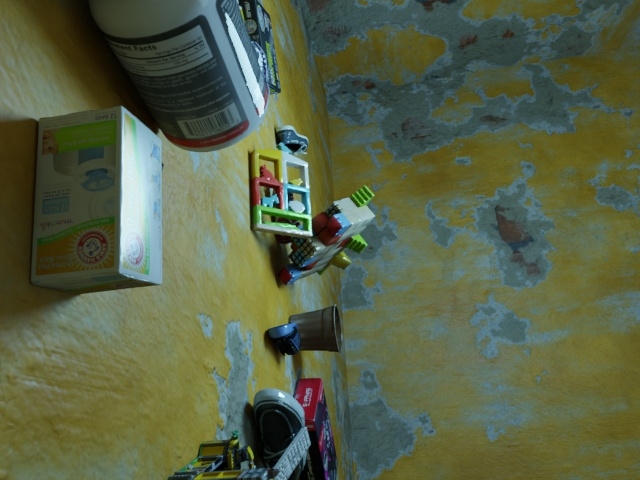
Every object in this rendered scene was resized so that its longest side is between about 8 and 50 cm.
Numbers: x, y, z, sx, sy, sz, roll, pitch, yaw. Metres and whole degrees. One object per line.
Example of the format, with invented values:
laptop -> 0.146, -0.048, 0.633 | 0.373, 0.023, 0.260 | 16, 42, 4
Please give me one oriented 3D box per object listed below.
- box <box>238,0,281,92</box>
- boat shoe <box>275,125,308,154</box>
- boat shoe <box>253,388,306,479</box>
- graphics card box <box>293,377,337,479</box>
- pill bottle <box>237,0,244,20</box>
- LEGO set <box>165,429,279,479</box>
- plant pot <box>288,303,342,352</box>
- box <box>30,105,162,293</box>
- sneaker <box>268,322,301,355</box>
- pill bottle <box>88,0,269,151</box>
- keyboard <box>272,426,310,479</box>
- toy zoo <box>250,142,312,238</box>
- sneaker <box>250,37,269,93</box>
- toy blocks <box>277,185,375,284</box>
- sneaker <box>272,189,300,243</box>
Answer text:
box -> -0.198, -0.634, 1.762 | 0.216, 0.060, 0.270 | -44, 126, -80
boat shoe -> -0.103, -0.376, 2.066 | 0.254, 0.095, 0.079 | 27, 54, -78
boat shoe -> -0.092, 0.509, 1.327 | 0.119, 0.121, 0.335 | -83, 163, -53
graphics card box -> -0.019, 0.679, 1.774 | 0.233, 0.094, 0.371 | -73, 155, -71
pill bottle -> -0.243, -0.645, 1.527 | 0.043, 0.043, 0.083 | -76, 158, -67
LEGO set -> -0.124, 0.493, 0.889 | 0.255, 0.192, 0.331 | 57, 28, -71
plant pot -> -0.018, 0.311, 1.836 | 0.167, 0.165, 0.167 | -6, 90, -82
box -> -0.267, -0.043, 0.650 | 0.103, 0.114, 0.203 | 50, 35, -74
sneaker -> -0.098, 0.299, 1.591 | 0.232, 0.081, 0.090 | 50, 27, -77
pill bottle -> -0.225, -0.332, 0.838 | 0.363, 0.210, 0.210 | 71, 14, -54
keyboard -> -0.098, 0.551, 1.230 | 0.256, 0.014, 0.072 | -46, 132, -41
toy zoo -> -0.118, -0.158, 1.594 | 0.192, 0.030, 0.293 | 8, 68, -35
sneaker -> -0.199, -0.487, 1.582 | 0.223, 0.083, 0.098 | 74, 17, -49
toy blocks -> 0.000, 0.000, 1.737 | 0.191, 0.381, 0.261 | 52, 36, 15
sneaker -> -0.116, -0.093, 1.779 | 0.093, 0.088, 0.225 | -113, -161, -63
